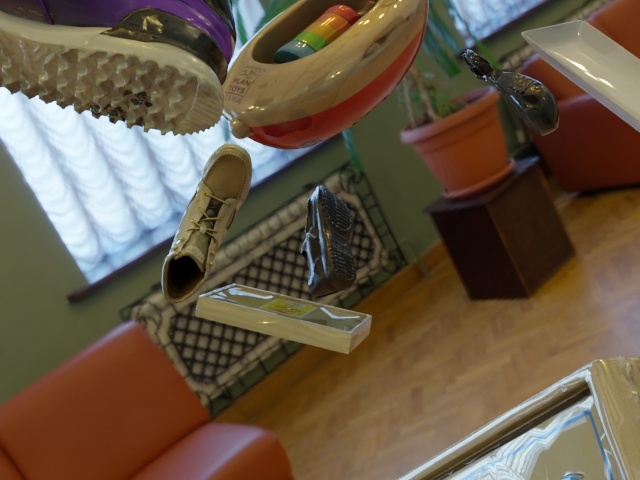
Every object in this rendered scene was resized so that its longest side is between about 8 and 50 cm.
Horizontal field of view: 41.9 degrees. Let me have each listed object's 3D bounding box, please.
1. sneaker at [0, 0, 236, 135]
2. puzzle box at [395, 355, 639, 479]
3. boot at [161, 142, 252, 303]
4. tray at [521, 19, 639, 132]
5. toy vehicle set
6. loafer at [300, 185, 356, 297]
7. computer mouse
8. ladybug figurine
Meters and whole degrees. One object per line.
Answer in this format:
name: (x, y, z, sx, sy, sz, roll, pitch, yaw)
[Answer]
sneaker: (-0.196, -0.182, 0.578, 0.102, 0.294, 0.146, 134, 151, -61)
puzzle box: (0.101, 0.271, 0.510, 0.052, 0.272, 0.409, 4, -32, -24)
boot: (-0.167, -0.024, 1.222, 0.165, 0.077, 0.213, -79, 15, -59)
tray: (0.420, -0.227, 1.189, 0.145, 0.270, 0.030, -19, -37, -32)
toy vehicle set: (-0.057, 0.128, 1.419, 0.267, 0.035, 0.166, 12, 8, 15)
loafer: (0.000, 0.000, 1.287, 0.078, 0.080, 0.220, -36, 33, 26)
computer mouse: (0.239, -0.199, 1.054, 0.041, 0.071, 0.242, -40, 34, 10)
ladybug figurine: (0.014, -0.301, 1.430, 0.449, 0.161, 0.305, -43, 39, -21)
